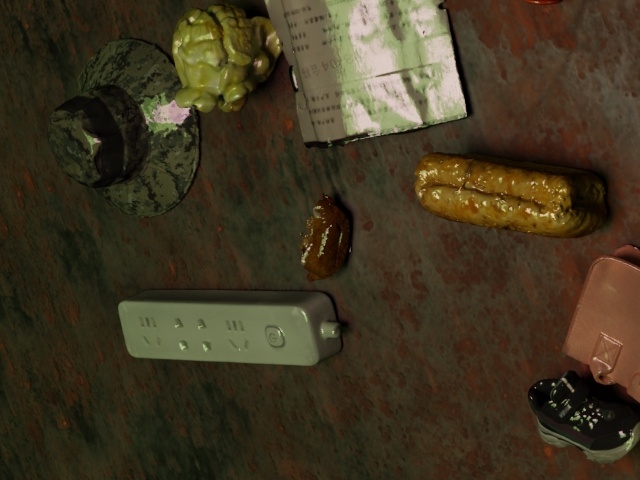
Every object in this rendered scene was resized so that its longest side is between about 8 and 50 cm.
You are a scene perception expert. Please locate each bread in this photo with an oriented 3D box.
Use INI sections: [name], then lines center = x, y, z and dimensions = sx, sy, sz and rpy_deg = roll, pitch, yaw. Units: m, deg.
[bread]
center = 0.213, -0.051, 1.817
dimensions = 0.211, 0.114, 0.083
rpy_deg = 10, 94, 38

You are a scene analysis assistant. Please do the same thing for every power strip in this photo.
[power strip]
center = -0.122, 0.118, 2.187
dimensions = 0.385, 0.062, 0.091
rpy_deg = -1, 106, 41

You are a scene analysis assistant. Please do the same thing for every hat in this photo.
[hat]
center = -0.297, -0.141, 2.208
dimensions = 0.265, 0.128, 0.265
rpy_deg = 17, 116, 39

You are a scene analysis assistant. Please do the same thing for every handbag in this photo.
[handbag]
center = 0.378, 0.115, 1.763
dimensions = 0.212, 0.059, 0.157
rpy_deg = 32, 122, 28

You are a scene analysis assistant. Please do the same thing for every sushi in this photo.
[sushi]
center = 0.003, 0.000, 2.050
dimensions = 0.060, 0.061, 0.118
rpy_deg = 27, 100, 41

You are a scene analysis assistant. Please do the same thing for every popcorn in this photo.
[popcorn]
center = -0.129, -0.231, 2.031
dimensions = 0.135, 0.162, 0.141
rpy_deg = 44, 178, -16

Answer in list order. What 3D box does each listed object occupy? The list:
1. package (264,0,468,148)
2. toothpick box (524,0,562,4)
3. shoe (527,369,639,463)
[package]
center = 0.047, -0.220, 1.934
dimensions = 0.251, 0.062, 0.204
rpy_deg = -9, 99, 38
[toothpick box]
center = 0.243, -0.298, 1.751
dimensions = 0.047, 0.047, 0.083
rpy_deg = 15, 114, 36
[shoe]
center = 0.291, 0.188, 1.818
dimensions = 0.169, 0.071, 0.099
rpy_deg = 6, 138, 55
